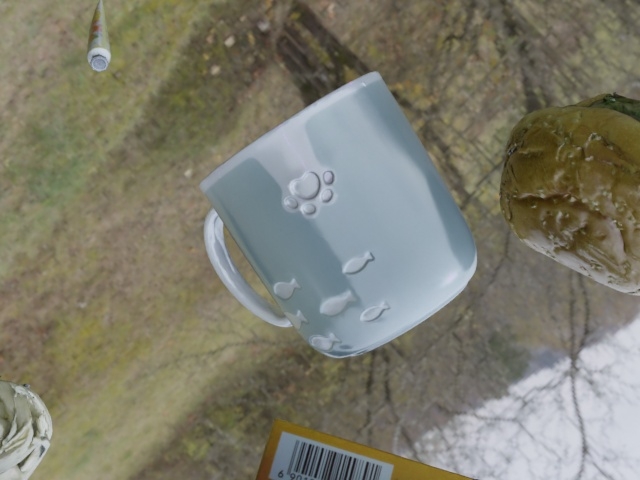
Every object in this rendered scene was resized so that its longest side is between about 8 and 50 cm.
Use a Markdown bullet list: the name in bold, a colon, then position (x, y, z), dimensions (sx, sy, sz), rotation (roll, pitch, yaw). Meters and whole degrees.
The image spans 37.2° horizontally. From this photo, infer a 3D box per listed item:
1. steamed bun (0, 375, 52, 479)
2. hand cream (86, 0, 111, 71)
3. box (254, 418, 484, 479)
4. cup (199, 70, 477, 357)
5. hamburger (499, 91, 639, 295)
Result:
- **steamed bun**: position (-0.601, 0.376, 1.605), dimensions (0.267, 0.207, 0.280), rotation (11, 135, -27)
- **hand cream**: position (-0.213, -0.195, 0.910), dimensions (0.022, 0.102, 0.035), rotation (9, 129, -23)
- **box**: position (0.106, 0.404, 1.389), dimensions (0.264, 0.415, 0.116), rotation (102, 4, -61)
- **cup**: position (0.000, 0.000, 1.183), dimensions (0.356, 0.275, 0.259), rotation (-32, -178, 40)
- **hamburger**: position (0.360, -0.048, 1.204), dimensions (0.134, 0.285, 0.266), rotation (-32, 138, -34)
